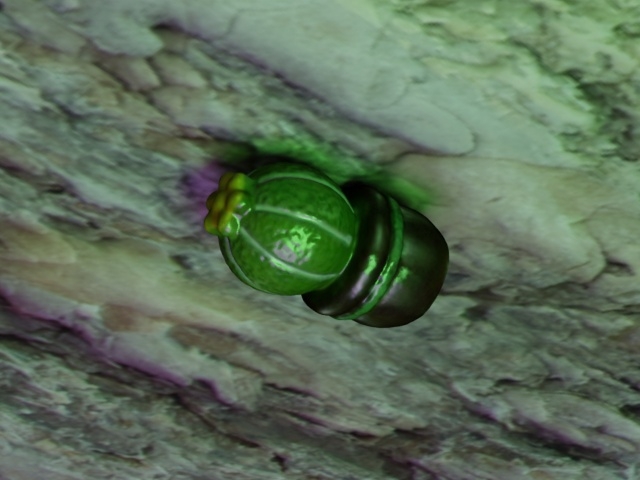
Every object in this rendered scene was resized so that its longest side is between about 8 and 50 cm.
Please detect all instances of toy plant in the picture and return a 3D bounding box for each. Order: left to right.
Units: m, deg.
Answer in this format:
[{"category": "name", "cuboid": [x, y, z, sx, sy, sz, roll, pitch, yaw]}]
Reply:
[{"category": "toy plant", "cuboid": [0.000, 0.000, 1.104, 0.162, 0.093, 0.093, 21, 138, -26]}]
